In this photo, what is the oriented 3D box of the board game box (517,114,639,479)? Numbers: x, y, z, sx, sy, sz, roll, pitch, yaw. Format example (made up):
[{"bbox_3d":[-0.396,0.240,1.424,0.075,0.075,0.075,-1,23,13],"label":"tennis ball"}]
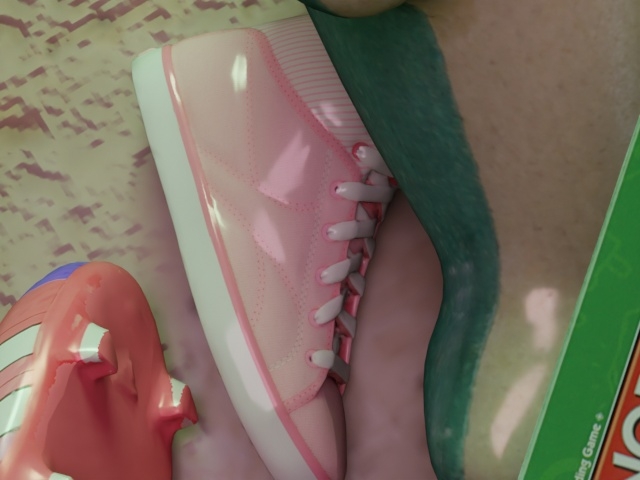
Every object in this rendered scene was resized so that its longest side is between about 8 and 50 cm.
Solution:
[{"bbox_3d":[0.124,-0.028,0.438,0.046,0.213,0.317,16,80,23],"label":"board game box"}]

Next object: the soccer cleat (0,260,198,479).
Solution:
[{"bbox_3d":[-0.097,0.121,0.489,0.095,0.083,0.248,0,70,25],"label":"soccer cleat"}]

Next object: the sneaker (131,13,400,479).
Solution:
[{"bbox_3d":[0.000,0.000,0.522,0.070,0.051,0.134,-19,75,5],"label":"sneaker"}]

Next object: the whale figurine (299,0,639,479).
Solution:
[{"bbox_3d":[0.045,-0.073,0.484,0.141,0.216,0.272,6,101,39],"label":"whale figurine"}]
